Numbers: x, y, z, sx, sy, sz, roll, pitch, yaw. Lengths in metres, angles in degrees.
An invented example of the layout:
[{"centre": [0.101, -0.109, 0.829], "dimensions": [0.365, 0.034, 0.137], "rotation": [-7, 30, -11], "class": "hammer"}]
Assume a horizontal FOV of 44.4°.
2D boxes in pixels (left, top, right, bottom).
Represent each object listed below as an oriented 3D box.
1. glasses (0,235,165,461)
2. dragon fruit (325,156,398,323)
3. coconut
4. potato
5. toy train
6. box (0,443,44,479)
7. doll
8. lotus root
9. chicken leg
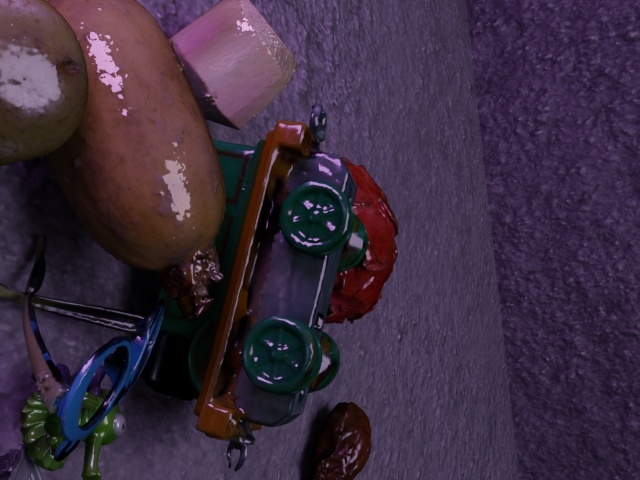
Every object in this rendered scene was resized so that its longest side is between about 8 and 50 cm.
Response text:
[{"centre": [-0.224, 0.064, 0.707], "dimensions": [0.207, 0.102, 0.239], "rotation": [56, 8, -7], "class": "glasses"}, {"centre": [0.000, -0.003, 1.109], "dimensions": [0.241, 0.241, 0.252], "rotation": [24, 67, -61], "class": "dragon fruit"}, {"centre": [-0.119, -0.220, 0.998], "dimensions": [0.147, 0.153, 0.147], "rotation": [50, 3, -3], "class": "coconut"}, {"centre": [-0.292, -0.139, 0.621], "dimensions": [0.194, 0.157, 0.157], "rotation": [15, 73, -55], "class": "potato"}, {"centre": [-0.090, 0.039, 0.908], "dimensions": [0.178, 0.249, 0.429], "rotation": [47, 57, -77], "class": "toy train"}, {"centre": [-0.271, 0.244, 0.666], "dimensions": [0.084, 0.069, 0.122], "rotation": [-122, -162, -73], "class": "box"}, {"centre": [-0.237, 0.175, 0.755], "dimensions": [0.190, 0.050, 0.115], "rotation": [51, 18, -74], "class": "doll"}, {"centre": [-0.177, -0.087, 0.771], "dimensions": [0.342, 0.151, 0.169], "rotation": [64, 15, 6], "class": "lotus root"}, {"centre": [0.010, 0.392, 1.244], "dimensions": [0.113, 0.093, 0.304], "rotation": [78, 29, -42], "class": "chicken leg"}]
